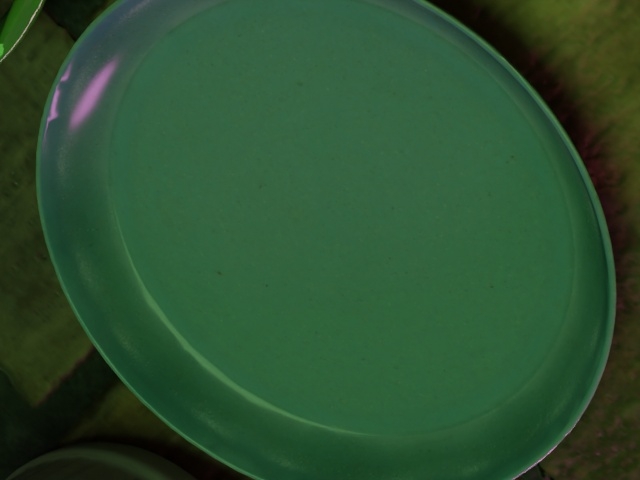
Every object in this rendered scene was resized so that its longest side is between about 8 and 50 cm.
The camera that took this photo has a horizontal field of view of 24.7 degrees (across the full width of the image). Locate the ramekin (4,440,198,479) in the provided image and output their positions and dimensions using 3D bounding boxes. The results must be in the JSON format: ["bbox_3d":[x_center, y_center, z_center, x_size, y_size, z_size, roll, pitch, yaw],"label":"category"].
[{"bbox_3d":[-0.151,0.266,0.878,0.273,0.127,0.272,6,101,34],"label":"ramekin"}]

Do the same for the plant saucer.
[{"bbox_3d":[0.000,0.000,0.758,0.318,0.043,0.317,12,123,20],"label":"plant saucer"}]

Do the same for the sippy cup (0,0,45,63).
[{"bbox_3d":[-0.284,-0.196,0.678,0.240,0.305,0.224,44,121,33],"label":"sippy cup"}]
